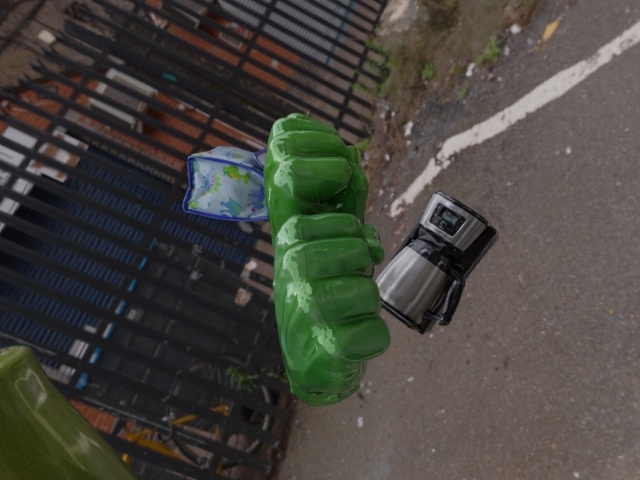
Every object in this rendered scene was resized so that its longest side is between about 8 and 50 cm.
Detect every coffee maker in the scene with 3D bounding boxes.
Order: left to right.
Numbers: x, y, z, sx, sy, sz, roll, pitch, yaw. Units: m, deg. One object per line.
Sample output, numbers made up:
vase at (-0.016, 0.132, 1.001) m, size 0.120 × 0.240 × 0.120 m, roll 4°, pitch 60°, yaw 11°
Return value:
coffee maker at (0.155, 0.030, 0.785) m, size 0.178 × 0.120 × 0.171 m, roll -54°, pitch -2°, yaw 3°

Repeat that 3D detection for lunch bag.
lunch bag at (-0.089, -0.075, 0.740) m, size 0.129 × 0.151 × 0.096 m, roll -61°, pitch -17°, yaw -72°

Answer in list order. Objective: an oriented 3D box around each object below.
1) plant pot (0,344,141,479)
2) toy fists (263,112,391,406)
plant pot at (-0.283, 0.291, 0.449) m, size 0.367 × 0.352 × 0.366 m, roll -22°, pitch 7°, yaw 3°
toy fists at (0.000, 0.000, 0.497) m, size 0.142 × 0.096 × 0.279 m, roll 88°, pitch 176°, yaw -51°
